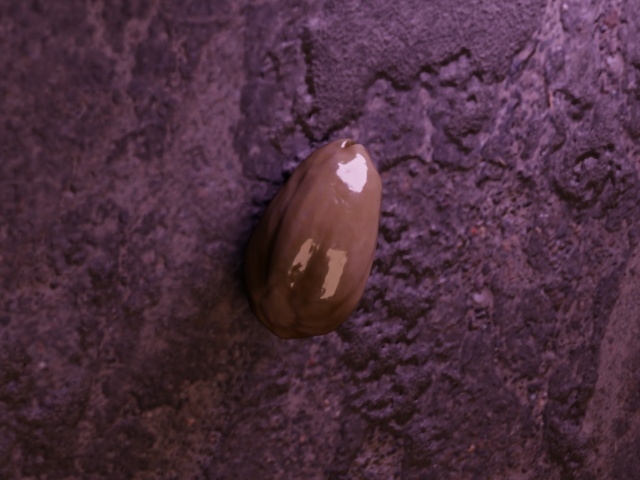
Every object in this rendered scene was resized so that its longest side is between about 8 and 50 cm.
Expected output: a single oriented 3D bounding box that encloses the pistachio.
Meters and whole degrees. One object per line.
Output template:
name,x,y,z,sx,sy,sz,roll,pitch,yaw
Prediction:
pistachio,0.000,0.000,1.052,0.126,0.108,0.185,18,93,-65
